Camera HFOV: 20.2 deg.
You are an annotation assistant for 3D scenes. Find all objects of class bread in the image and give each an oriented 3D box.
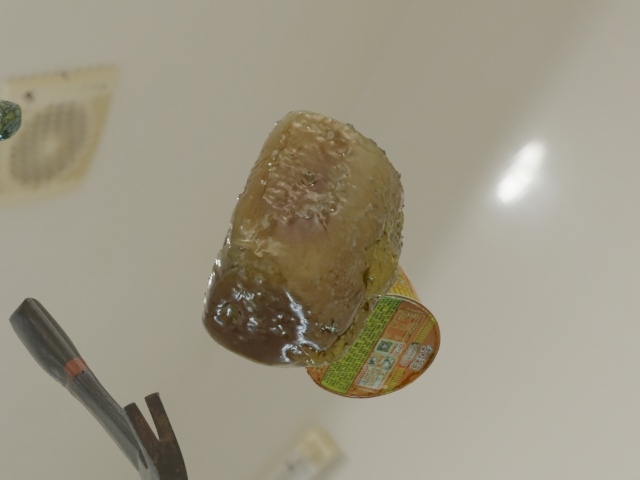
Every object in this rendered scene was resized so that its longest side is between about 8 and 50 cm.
[{"bbox_3d":[0.000,0.000,1.828,0.195,0.176,0.246,104,-172,-55],"label":"bread"}]

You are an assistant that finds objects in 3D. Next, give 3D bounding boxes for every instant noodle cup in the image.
[{"bbox_3d":[0.041,0.066,2.121,0.168,0.185,0.168,-7,-51,-8],"label":"instant noodle cup"}]

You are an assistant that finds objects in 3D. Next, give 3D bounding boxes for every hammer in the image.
[{"bbox_3d":[-0.204,0.139,1.619,0.037,0.290,0.137,-24,-44,-26],"label":"hammer"}]

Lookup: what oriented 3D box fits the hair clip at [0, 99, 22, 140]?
[{"bbox_3d":[-0.304,-0.061,1.148,0.229,0.036,0.066,-13,-59,-7],"label":"hair clip"}]
